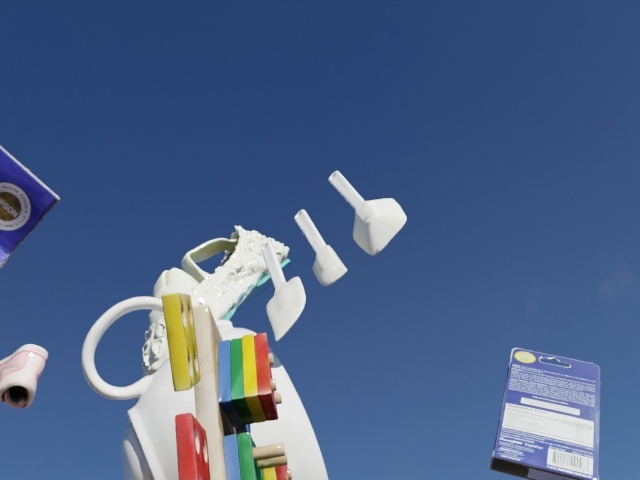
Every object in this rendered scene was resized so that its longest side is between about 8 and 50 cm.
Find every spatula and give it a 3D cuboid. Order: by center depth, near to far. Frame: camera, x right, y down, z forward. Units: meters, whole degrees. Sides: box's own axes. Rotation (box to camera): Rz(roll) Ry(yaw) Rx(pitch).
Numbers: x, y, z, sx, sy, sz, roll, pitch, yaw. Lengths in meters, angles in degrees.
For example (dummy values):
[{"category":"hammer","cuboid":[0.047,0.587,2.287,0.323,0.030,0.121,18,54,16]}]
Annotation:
[{"category":"spatula","cuboid":[0.000,0.000,0.737,0.019,0.242,0.168,41,-83,-19]}]

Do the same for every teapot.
[{"category":"teapot","cuboid":[-0.118,0.216,0.692,0.187,0.256,0.253,-19,-46,-20]}]

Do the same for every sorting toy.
[{"category":"sorting toy","cuboid":[-0.046,0.119,0.432,0.046,0.132,0.275,-9,-29,-3]}]

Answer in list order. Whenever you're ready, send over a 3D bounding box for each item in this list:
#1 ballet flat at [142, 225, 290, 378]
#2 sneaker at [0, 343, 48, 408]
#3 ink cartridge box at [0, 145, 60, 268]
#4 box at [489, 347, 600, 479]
[{"category":"ballet flat","cuboid":[-0.182,0.085,1.080,0.146,0.409,0.147,7,-68,18]},{"category":"sneaker","cuboid":[-0.406,0.193,0.910,0.051,0.070,0.134,30,-49,-29]},{"category":"ink cartridge box","cuboid":[-0.376,0.048,0.491,0.175,0.069,0.371,43,-84,-10]},{"category":"box","cuboid":[0.330,0.252,1.004,0.136,0.225,0.037,10,-53,17]}]
